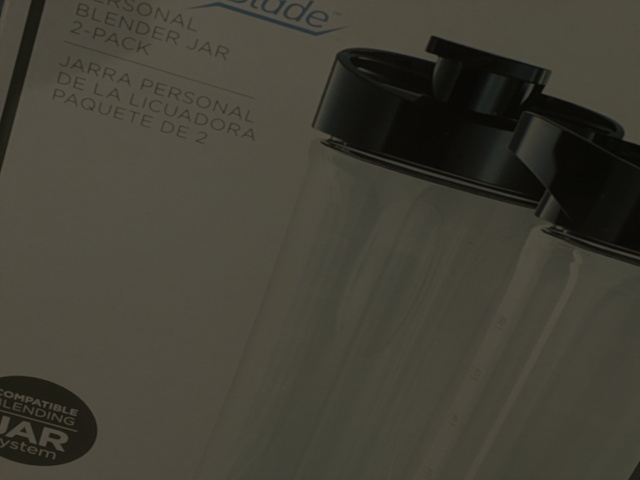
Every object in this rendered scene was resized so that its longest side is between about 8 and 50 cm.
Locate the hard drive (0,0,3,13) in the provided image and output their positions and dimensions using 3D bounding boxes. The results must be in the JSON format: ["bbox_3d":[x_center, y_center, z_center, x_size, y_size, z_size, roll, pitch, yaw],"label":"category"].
[{"bbox_3d":[-0.035,-0.099,0.701,0.064,0.237,0.339,56,13,-3],"label":"hard drive"}]

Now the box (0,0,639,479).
[{"bbox_3d":[0.000,0.000,0.440,0.169,0.087,0.290,17,-52,-9],"label":"box"}]
